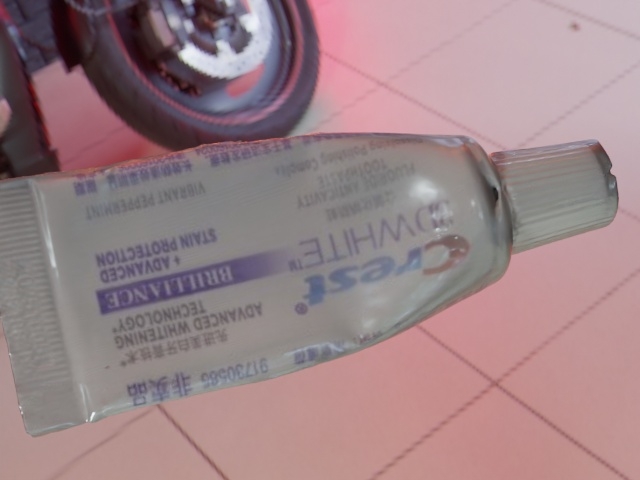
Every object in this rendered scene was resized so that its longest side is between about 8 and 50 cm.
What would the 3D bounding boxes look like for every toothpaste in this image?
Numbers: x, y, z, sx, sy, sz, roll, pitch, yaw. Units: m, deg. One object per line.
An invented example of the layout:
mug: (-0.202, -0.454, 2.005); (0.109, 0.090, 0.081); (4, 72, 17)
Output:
toothpaste: (-0.001, -0.001, 0.532); (0.282, 0.068, 0.099); (-12, 47, -14)
